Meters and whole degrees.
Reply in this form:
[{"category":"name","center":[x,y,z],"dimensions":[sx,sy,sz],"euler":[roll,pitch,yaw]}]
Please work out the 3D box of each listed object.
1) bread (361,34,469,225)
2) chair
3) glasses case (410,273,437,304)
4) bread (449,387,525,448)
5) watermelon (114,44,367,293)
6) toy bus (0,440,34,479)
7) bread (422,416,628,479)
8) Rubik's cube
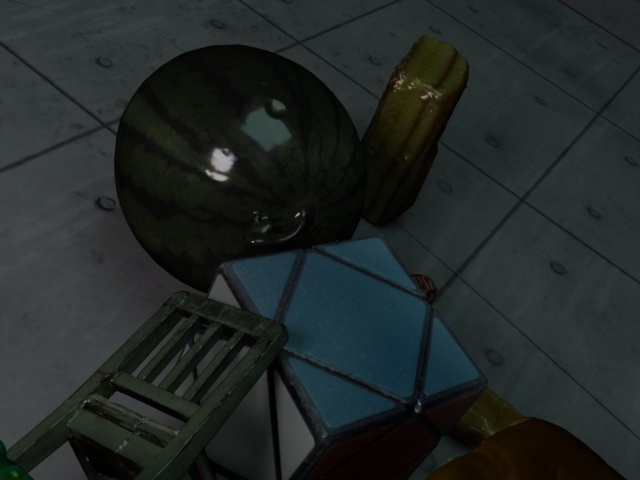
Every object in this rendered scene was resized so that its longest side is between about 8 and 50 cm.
[{"category":"bread","center":[0.130,-0.160,1.187],"dimensions":[0.111,0.234,0.184],"euler":[27,38,5]},{"category":"chair","center":[-0.139,0.188,0.658],"dimensions":[0.136,0.147,0.270],"euler":[13,42,33]},{"category":"glasses case","center":[0.060,0.083,1.006],"dimensions":[0.195,0.073,0.049],"euler":[-4,49,-31]},{"category":"bread","center":[0.203,0.221,0.952],"dimensions":[0.132,0.053,0.074],"euler":[39,41,11]},{"category":"watermelon","center":[-0.091,-0.077,0.919],"dimensions":[0.279,0.278,0.359],"euler":[1,21,-28]},{"category":"toy bus","center":[-0.236,0.257,0.450],"dimensions":[0.199,0.343,0.184],"euler":[35,39,26]},{"category":"bread","center":[0.181,0.308,0.711],"dimensions":[0.279,0.225,0.250],"euler":[-22,58,-38]},{"category":"Rubik's cube","center":[-0.002,0.142,0.805],"dimensions":[0.205,0.207,0.205],"euler":[-10,52,-35]}]
